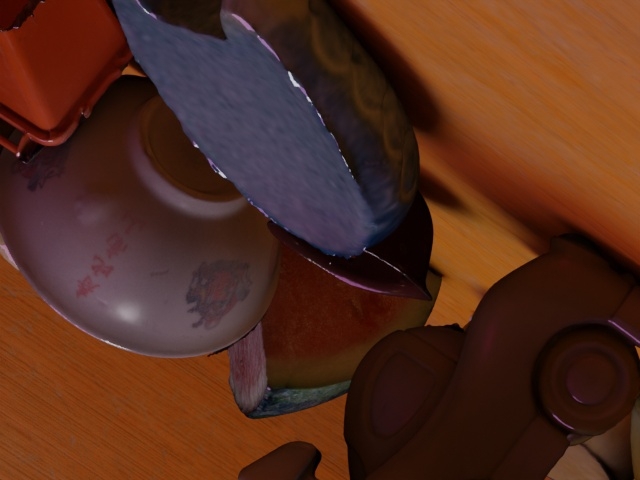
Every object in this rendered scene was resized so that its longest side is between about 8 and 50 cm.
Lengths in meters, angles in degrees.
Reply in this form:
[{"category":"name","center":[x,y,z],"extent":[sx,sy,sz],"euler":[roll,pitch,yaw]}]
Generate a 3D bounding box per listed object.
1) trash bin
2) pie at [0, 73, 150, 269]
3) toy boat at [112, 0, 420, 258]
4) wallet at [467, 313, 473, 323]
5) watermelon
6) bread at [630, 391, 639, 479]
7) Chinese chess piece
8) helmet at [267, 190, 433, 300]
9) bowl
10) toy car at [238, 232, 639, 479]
[{"category":"trash bin","center":[-0.300,-0.207,1.699],"extent":[0.161,0.184,0.238],"euler":[32,168,15]},{"category":"pie","center":[-0.251,-0.079,1.950],"extent":[0.339,0.339,0.077],"euler":[35,136,-8]},{"category":"toy boat","center":[-0.020,-0.124,1.310],"extent":[0.215,0.123,0.330],"euler":[18,153,41]},{"category":"wallet","center":[0.258,0.151,2.133],"extent":[0.190,0.033,0.095],"euler":[28,169,38]},{"category":"watermelon","center":[-0.001,0.069,2.016],"extent":[0.250,0.283,0.292],"euler":[43,161,53]},{"category":"bread","center":[0.394,0.230,1.472],"extent":[0.333,0.160,0.333],"euler":[31,175,3]},{"category":"Chinese chess piece","center":[0.255,0.185,1.948],"extent":[0.257,0.104,0.257],"euler":[31,165,9]},{"category":"helmet","center":[0.048,-0.019,1.616],"extent":[0.175,0.106,0.155],"euler":[21,169,42]},{"category":"bowl","center":[-0.160,-0.059,1.834],"extent":[0.345,0.345,0.157],"euler":[35,137,-7]},{"category":"toy car","center":[0.115,0.144,1.458],"extent":[0.226,0.336,0.242],"euler":[35,174,7]}]
